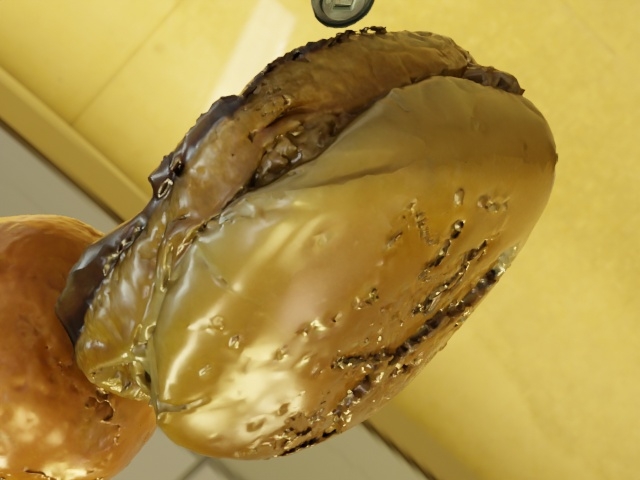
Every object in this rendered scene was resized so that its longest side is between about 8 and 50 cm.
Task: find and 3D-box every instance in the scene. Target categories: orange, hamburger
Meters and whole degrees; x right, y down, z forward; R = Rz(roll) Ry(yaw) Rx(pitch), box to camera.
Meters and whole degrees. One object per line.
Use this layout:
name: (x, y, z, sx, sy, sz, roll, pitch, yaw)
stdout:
orange: (-0.245, 0.100, 1.241, 0.246, 0.246, 0.246, 38, -157, -19)
hamburger: (-0.006, 0.005, 0.940, 0.284, 0.304, 0.174, -7, -132, -52)

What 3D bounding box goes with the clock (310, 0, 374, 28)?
clock: (0.028, -0.307, 1.861, 0.085, 0.085, 0.017, 26, -150, -40)
